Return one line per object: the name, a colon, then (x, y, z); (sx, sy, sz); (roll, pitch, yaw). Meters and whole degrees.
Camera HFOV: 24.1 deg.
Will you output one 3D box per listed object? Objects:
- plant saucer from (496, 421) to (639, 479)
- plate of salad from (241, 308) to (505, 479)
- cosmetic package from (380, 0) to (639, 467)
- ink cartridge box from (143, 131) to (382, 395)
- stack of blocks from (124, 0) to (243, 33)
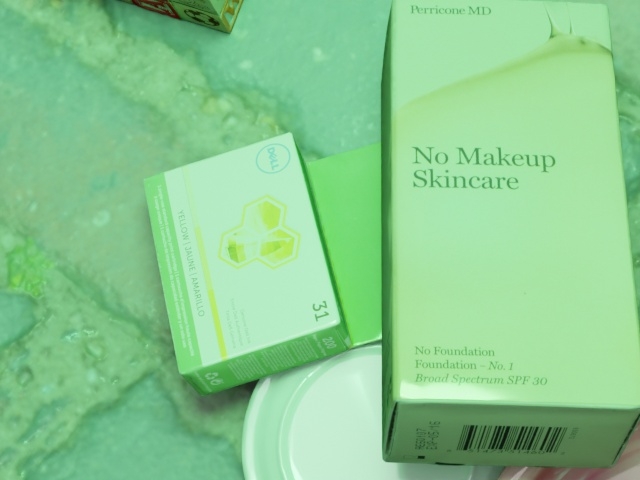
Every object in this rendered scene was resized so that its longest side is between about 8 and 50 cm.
plant saucer: (0.261, 0.256, 1.013); (0.332, 0.084, 0.332); (-2, 78, 9)
plate of salad: (0.043, 0.149, 1.082); (0.200, 0.048, 0.199); (-2, 77, 7)
cosmetic package: (0.121, -0.009, 1.013); (0.160, 0.113, 0.309); (1, 61, -1)
ink cartridge box: (0.000, 0.000, 1.094); (0.235, 0.056, 0.171); (-18, 60, 7)
stack of blocks: (-0.105, -0.333, 1.178); (0.171, 0.087, 0.297); (18, 82, 11)
